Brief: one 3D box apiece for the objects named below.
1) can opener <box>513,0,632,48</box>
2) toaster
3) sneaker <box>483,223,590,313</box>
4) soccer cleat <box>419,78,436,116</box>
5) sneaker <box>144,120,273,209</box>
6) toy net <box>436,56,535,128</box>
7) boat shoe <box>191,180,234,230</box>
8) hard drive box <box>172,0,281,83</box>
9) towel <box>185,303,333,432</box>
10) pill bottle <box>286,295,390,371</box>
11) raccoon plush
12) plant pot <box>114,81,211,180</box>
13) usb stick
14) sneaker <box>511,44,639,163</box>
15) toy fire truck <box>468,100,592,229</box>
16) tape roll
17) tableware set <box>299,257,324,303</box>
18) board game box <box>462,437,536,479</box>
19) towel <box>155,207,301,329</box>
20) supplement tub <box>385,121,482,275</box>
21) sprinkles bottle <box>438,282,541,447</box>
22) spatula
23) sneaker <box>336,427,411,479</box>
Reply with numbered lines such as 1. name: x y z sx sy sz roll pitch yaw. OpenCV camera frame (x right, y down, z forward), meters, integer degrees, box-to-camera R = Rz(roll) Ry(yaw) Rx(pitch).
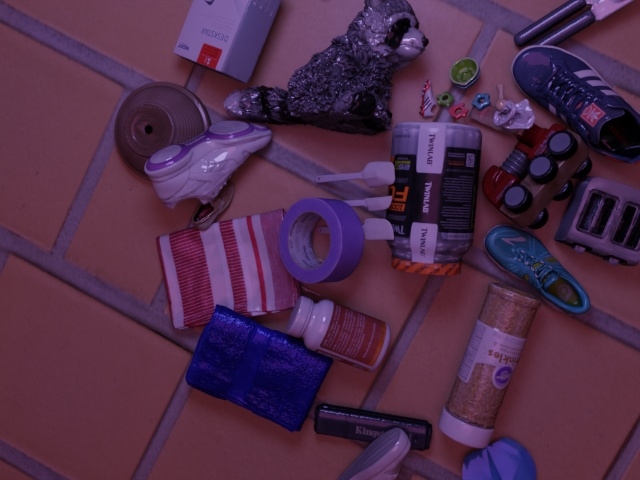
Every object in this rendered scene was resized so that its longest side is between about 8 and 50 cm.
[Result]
1. can opener: 0.554 -0.483 1.473 0.280 0.093 0.074 -30 88 17
2. toaster: 0.622 -0.048 1.479 0.168 0.110 0.186 21 97 5
3. sneaker: 0.482 0.062 1.506 0.275 0.110 0.107 38 98 4
4. soccer cleat: 0.245 -0.321 1.550 0.035 0.029 0.083 7 98 -2
5. sneaker: -0.246 -0.176 1.570 0.305 0.114 0.152 -26 127 -18
6. toy net: 0.352 -0.298 1.476 0.122 0.045 0.232 -47 55 3
7. boat shoe: -0.252 -0.086 1.611 0.050 0.045 0.135 30 84 19
8. hard drive box: -0.203 -0.490 1.527 0.181 0.089 0.232 27 98 35
9. towel: -0.148 0.306 1.597 0.308 0.076 0.228 23 110 1
10. pill bottle: 0.039 0.205 1.547 0.216 0.121 0.121 23 97 -9
11. raccoon plush: 0.007 -0.407 1.495 0.446 0.216 0.299 8 88 7
12. plant pot: -0.379 -0.253 1.595 0.237 0.110 0.238 1 95 7
13. usb stick: 0.121 0.439 1.615 0.277 0.045 0.077 8 97 6
14. sneaker: 0.551 -0.283 1.431 0.350 0.148 0.131 34 120 2
15. toy fire truck: 0.419 -0.181 1.495 0.217 0.158 0.246 -52 44 9
16. tape roll: 0.000 0.000 1.523 0.188 0.080 0.189 1 91 41
17. tableware set: -0.054 0.096 1.624 0.141 0.020 0.169 14 96 6
18. board game box: 0.411 0.535 1.592 0.168 0.033 0.133 -26 86 4
19. towel: -0.219 0.072 1.624 0.328 0.037 0.237 -11 88 10
20. supplement tub: 0.240 -0.091 1.484 0.193 0.193 0.316 4 94 7
21. sprinkles bottle: 0.374 0.276 1.531 0.121 0.121 0.356 19 96 6
22. spatula: 0.074 -0.086 1.525 0.242 0.019 0.168 1 96 49
23. sneaker: 0.157 0.558 1.571 0.169 0.108 0.293 37 123 0
